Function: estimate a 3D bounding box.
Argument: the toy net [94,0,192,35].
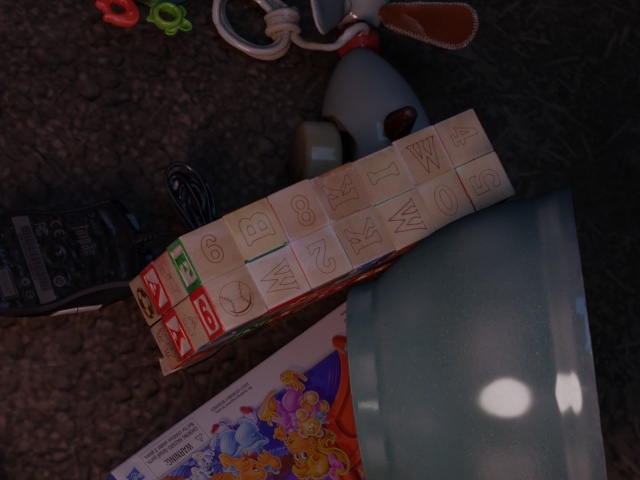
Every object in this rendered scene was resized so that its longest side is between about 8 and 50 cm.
[{"bbox_3d":[-0.233,-0.263,1.940,0.232,0.045,0.122,14,59,-10],"label":"toy net"}]

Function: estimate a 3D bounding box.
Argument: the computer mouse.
[{"bbox_3d":[-0.190,0.047,1.772,0.262,0.060,0.184,-19,76,-31],"label":"computer mouse"}]

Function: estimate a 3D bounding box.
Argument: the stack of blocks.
[{"bbox_3d":[0.000,0.000,1.723,0.297,0.171,0.087,-24,85,-23],"label":"stack of blocks"}]

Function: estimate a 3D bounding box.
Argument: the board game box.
[{"bbox_3d":[0.012,0.208,1.732,0.347,0.078,0.233,-35,77,-32],"label":"board game box"}]

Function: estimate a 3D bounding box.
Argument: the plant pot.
[{"bbox_3d":[0.126,0.112,1.637,0.196,0.293,0.293,-7,61,6],"label":"plant pot"}]

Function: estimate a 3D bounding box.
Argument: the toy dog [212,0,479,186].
[{"bbox_3d":[0.051,-0.171,1.915,0.220,0.161,0.334,-12,66,-26],"label":"toy dog"}]
